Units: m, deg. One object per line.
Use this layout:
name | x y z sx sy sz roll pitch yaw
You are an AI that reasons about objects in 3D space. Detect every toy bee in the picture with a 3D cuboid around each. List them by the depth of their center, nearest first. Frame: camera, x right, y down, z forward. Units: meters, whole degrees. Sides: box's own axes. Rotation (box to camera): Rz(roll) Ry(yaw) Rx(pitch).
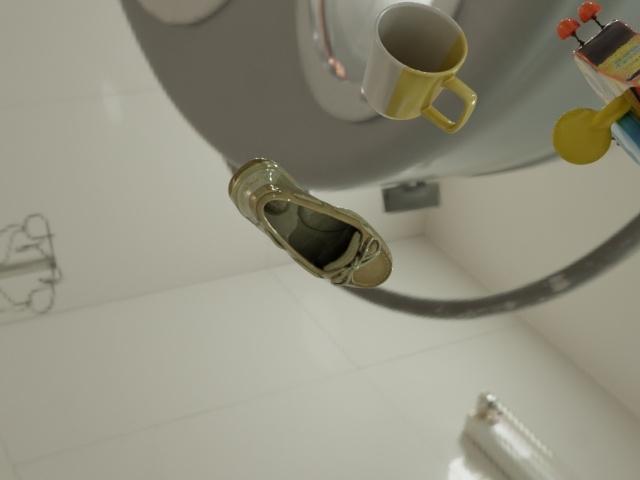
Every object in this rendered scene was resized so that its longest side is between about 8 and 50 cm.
toy bee | 0.288 -0.147 0.985 0.162 0.195 0.298 49 -16 -8

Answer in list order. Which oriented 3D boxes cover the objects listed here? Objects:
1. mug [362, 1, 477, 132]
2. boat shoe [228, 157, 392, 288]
mug | 0.059 -0.106 0.684 0.064 0.062 0.078 115 -36 -54
boat shoe | 0.001 -0.002 0.722 0.056 0.153 0.048 -46 -141 6
